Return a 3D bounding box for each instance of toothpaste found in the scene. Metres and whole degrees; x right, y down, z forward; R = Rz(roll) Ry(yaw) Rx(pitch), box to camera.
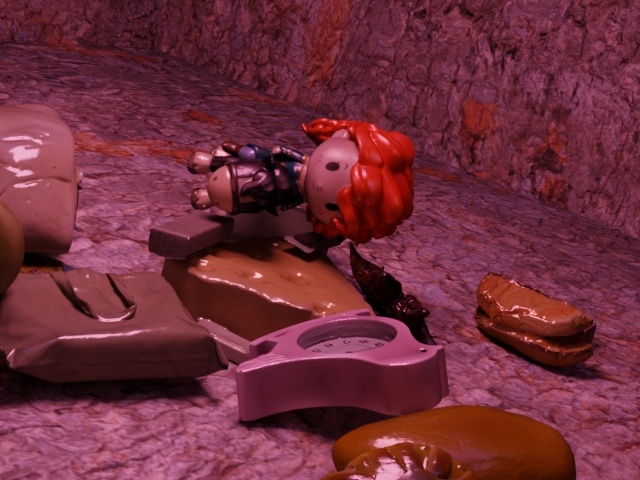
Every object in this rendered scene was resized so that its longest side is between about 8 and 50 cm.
[{"bbox_3d":[0.000,0.000,1.937,0.062,0.037,0.216,28,16,21],"label":"toothpaste"}]

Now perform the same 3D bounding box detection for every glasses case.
[{"bbox_3d":[-0.217,-0.009,1.720,0.071,0.047,0.205,14,13,14],"label":"glasses case"}]

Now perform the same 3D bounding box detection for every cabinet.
[{"bbox_3d":[-0.082,-0.032,2.112,0.206,0.145,0.150,19,17,7],"label":"cabinet"}]

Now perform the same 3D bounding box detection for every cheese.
[{"bbox_3d":[-0.114,0.090,1.768,0.384,0.104,0.384,16,17,-5],"label":"cheese"}]

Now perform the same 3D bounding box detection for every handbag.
[{"bbox_3d":[-0.322,0.125,1.466,0.316,0.109,0.253,1,24,-30],"label":"handbag"}]

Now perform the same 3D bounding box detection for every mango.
[{"bbox_3d":[0.192,0.304,1.337,0.332,0.142,0.195,-1,21,-25],"label":"mango"}]

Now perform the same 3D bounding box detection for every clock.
[{"bbox_3d":[0.015,0.190,1.469,0.290,0.080,0.275,-14,16,-27],"label":"clock"}]

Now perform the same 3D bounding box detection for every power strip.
[{"bbox_3d":[-0.145,0.168,1.619,0.191,0.030,0.047,23,20,21],"label":"power strip"}]

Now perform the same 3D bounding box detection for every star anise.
[{"bbox_3d":[0.114,0.126,1.829,0.272,0.102,0.272,48,-9,10],"label":"star anise"}]

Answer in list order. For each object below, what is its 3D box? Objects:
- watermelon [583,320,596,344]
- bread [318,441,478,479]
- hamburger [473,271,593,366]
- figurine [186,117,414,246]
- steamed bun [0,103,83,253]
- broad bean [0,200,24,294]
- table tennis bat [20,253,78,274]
[{"bbox_3d":[0.488,0.184,2.098,0.187,0.071,0.139,22,23,-8],"label":"watermelon"},{"bbox_3d":[0.094,0.319,1.152,0.213,0.104,0.213,6,45,-6],"label":"bread"},{"bbox_3d":[0.409,0.170,1.997,0.262,0.124,0.131,23,36,36],"label":"hamburger"},{"bbox_3d":[-0.038,-0.111,1.850,0.412,0.241,0.306,2,-3,-10],"label":"figurine"},{"bbox_3d":[-0.551,-0.123,1.772,0.247,0.236,0.383,6,13,-23],"label":"steamed bun"},{"bbox_3d":[-0.541,0.026,1.414,0.263,0.189,0.121,-19,8,17],"label":"broad bean"},{"bbox_3d":[-0.447,0.071,1.641,0.329,0.044,0.215,8,16,-20],"label":"table tennis bat"}]
